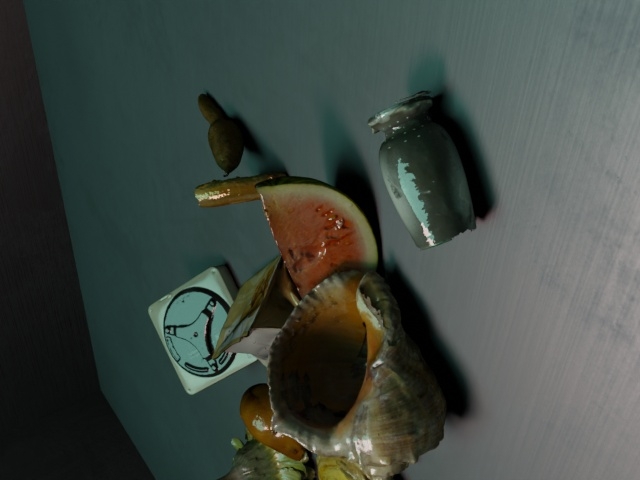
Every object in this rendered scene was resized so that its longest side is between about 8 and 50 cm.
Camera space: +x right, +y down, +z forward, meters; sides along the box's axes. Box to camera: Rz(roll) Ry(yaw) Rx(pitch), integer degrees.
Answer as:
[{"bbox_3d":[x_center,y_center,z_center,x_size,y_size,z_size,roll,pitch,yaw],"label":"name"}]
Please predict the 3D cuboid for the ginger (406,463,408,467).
[{"bbox_3d":[0.083,0.311,1.592,0.118,0.065,0.299,-34,81,18],"label":"ginger"}]

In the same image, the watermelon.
[{"bbox_3d":[0.003,-0.016,1.443,0.128,0.159,0.304,-114,0,-59],"label":"watermelon"}]

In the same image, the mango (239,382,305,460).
[{"bbox_3d":[-0.107,0.405,1.945,0.136,0.166,0.236,-64,12,1],"label":"mango"}]

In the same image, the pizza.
[{"bbox_3d":[-0.145,-0.107,1.663,0.161,0.182,0.063,-2,-98,-77],"label":"pizza"}]

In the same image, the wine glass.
[{"bbox_3d":[0.143,-0.095,1.151,0.111,0.111,0.205,-20,92,63],"label":"wine glass"}]

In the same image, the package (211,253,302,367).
[{"bbox_3d":[-0.089,0.167,1.765,0.165,0.221,0.311,29,153,-13],"label":"package"}]

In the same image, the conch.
[{"bbox_3d":[0.060,0.239,1.417,0.210,0.296,0.353,84,-178,-70],"label":"conch"}]

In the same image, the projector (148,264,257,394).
[{"bbox_3d":[-0.293,0.229,2.085,0.257,0.079,0.259,-31,82,27],"label":"projector"}]

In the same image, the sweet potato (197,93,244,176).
[{"bbox_3d":[-0.202,-0.223,1.724,0.075,0.074,0.270,97,157,-44],"label":"sweet potato"}]

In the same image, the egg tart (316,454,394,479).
[{"bbox_3d":[0.096,0.543,1.745,0.279,0.095,0.279,42,149,34],"label":"egg tart"}]

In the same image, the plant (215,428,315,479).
[{"bbox_3d":[-0.141,0.589,2.105,0.261,0.297,0.306,33,131,-1],"label":"plant"}]
